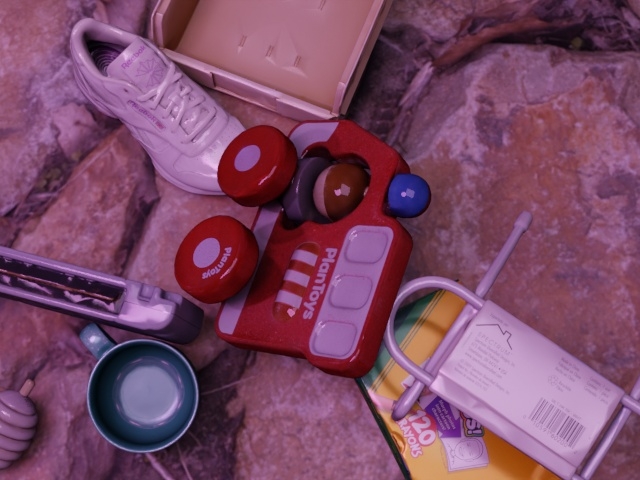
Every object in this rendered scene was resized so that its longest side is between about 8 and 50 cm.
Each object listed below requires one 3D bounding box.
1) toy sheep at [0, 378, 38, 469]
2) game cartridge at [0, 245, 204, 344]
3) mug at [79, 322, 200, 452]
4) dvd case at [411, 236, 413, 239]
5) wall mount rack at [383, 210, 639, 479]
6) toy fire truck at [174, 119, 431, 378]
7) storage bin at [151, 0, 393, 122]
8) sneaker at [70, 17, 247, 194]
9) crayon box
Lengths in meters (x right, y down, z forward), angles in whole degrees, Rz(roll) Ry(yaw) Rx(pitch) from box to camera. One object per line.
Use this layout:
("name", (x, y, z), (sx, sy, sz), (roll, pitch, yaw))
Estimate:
("toy sheep", (-0.380, 0.219, 1.205), (0.091, 0.091, 0.132), (31, 95, 7))
("game cartridge", (-0.292, 0.060, 1.187), (0.297, 0.198, 0.062), (14, 76, 7))
("mug", (-0.209, 0.168, 1.204), (0.129, 0.097, 0.158), (-9, 84, -5))
("dvd case", (0.050, 0.019, 1.299), (0.087, 0.013, 0.119), (36, 79, 8))
("wall mount rack", (0.248, 0.130, 1.136), (0.350, 0.130, 0.304), (34, 80, 7))
("toy fire truck", (0.000, 0.000, 1.160), (0.253, 0.169, 0.302), (6, 65, 38))
("storage bin", (-0.051, -0.313, 1.330), (0.262, 0.123, 0.260), (21, 76, 5))
("sneaker", (-0.201, -0.165, 1.275), (0.305, 0.152, 0.114), (36, 75, 7))
("crayon box", (0.157, 0.209, 1.213), (0.165, 0.081, 0.278), (-26, 77, -8))
